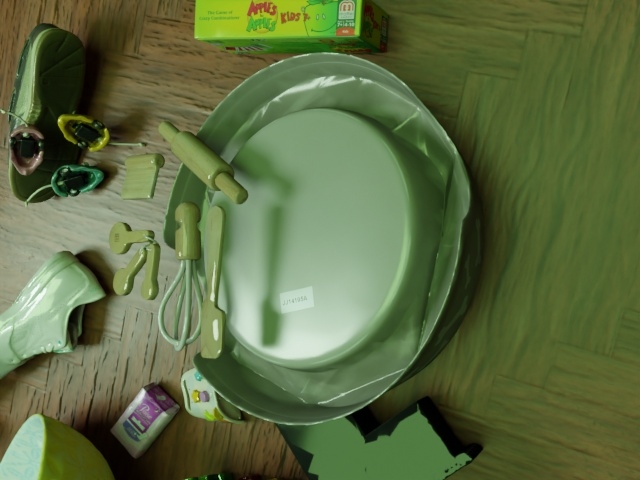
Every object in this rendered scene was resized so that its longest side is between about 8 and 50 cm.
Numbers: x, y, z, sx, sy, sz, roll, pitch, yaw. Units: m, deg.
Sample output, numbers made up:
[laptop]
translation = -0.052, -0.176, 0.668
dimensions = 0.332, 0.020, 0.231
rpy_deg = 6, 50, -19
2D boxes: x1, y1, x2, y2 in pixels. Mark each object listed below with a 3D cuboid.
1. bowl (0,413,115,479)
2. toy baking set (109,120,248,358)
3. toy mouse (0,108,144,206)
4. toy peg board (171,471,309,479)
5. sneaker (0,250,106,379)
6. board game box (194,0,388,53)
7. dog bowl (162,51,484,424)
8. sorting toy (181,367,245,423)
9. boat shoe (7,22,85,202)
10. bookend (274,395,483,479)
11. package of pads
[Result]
[bowl]
translation = -0.307, 0.362, 0.877
dimensions = 0.156, 0.289, 0.289
rpy_deg = 23, 105, -26
[toy baking set]
translation = -0.140, -0.002, 0.761
dimensions = 0.256, 0.030, 0.196
rpy_deg = 35, 110, 41
[toy mouse]
translation = -0.319, -0.100, 0.901
dimensions = 0.143, 0.161, 0.031
rpy_deg = -51, 38, 21
[toy peg board]
translation = -0.086, 0.285, 0.809
dimensions = 0.161, 0.161, 0.079
rpy_deg = -19, 71, 21
[sneaker]
translation = -0.353, 0.118, 0.945
dimensions = 0.094, 0.080, 0.212
rpy_deg = 41, 105, 2
[board game box]
translation = -0.029, -0.225, 0.786
dimensions = 0.182, 0.092, 0.043
rpy_deg = 5, 95, 21
[dog bowl]
translation = 0.000, 0.000, 0.738
dimensions = 0.349, 0.102, 0.348
rpy_deg = -6, 79, 36
[sorting toy]
translation = -0.135, 0.181, 0.884
dimensions = 0.075, 0.045, 0.083
rpy_deg = -14, 88, 41
[boat shoe]
translation = -0.342, -0.157, 0.926
dimensions = 0.073, 0.080, 0.223
rpy_deg = 43, 123, 44
[bookend]
translation = 0.056, 0.200, 0.787
dimensions = 0.156, 0.072, 0.157
rpy_deg = -39, 73, 12
[package of pads]
translation = -0.215, 0.220, 0.915
dimensions = 0.050, 0.032, 0.083
rpy_deg = 42, 106, 11
